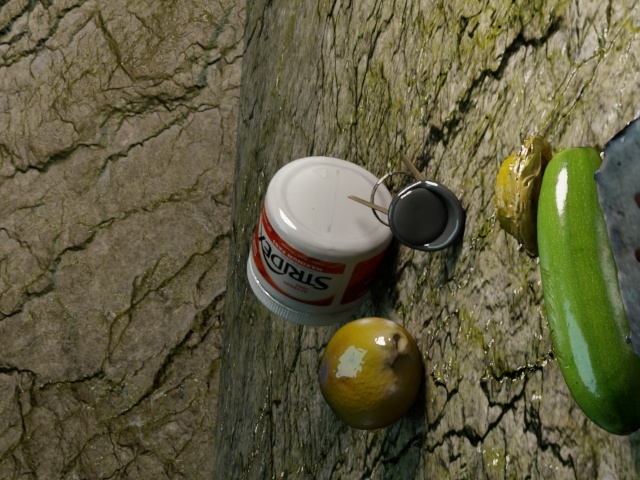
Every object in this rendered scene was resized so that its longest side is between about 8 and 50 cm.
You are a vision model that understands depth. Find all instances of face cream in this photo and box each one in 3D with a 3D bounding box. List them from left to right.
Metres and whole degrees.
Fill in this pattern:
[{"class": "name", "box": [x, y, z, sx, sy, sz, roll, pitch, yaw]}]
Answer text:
[{"class": "face cream", "box": [0.000, 0.000, 1.779, 0.187, 0.201, 0.201, 110, 157, -47]}]

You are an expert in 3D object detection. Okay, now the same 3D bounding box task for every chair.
[{"class": "chair", "box": [0.112, -0.046, 1.577, 0.221, 0.095, 0.104, -143, 45, -71]}]

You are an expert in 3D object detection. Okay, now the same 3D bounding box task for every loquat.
[{"class": "loquat", "box": [0.071, 0.181, 1.614, 0.195, 0.152, 0.152, 126, 145, -50]}]

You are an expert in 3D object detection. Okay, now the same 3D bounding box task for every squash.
[{"class": "squash", "box": [0.248, 0.040, 1.091, 0.082, 0.082, 0.292, 121, 148, -60]}]

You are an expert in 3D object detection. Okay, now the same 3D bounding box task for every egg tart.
[{"class": "egg tart", "box": [0.213, -0.045, 1.193, 0.130, 0.052, 0.130, -1, -89, -62]}]

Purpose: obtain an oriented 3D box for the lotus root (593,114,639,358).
[{"class": "lotus root", "box": [0.303, -0.004, 0.672, 0.272, 0.192, 0.272, 40, 149, 31]}]
